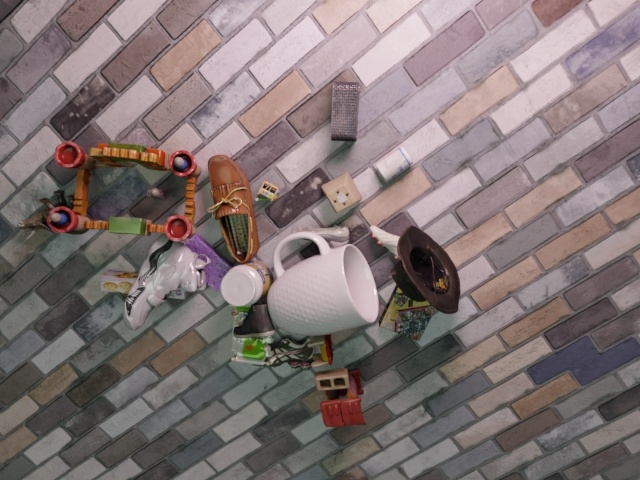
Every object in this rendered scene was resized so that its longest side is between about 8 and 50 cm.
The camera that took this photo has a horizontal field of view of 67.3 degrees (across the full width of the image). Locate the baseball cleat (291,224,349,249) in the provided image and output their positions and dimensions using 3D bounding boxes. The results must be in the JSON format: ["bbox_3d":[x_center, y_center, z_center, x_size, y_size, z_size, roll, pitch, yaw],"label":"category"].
[{"bbox_3d":[0.000,0.000,1.707,0.206,0.072,0.109,-1,115,8],"label":"baseball cleat"}]

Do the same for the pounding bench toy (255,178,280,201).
[{"bbox_3d":[-0.183,-0.161,1.675,0.065,0.052,0.083,29,108,-6],"label":"pounding bench toy"}]

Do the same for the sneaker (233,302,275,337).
[{"bbox_3d":[-0.244,0.285,1.732,0.222,0.083,0.118,-14,85,45],"label":"sneaker"}]

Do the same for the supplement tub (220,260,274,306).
[{"bbox_3d":[-0.256,0.152,1.694,0.145,0.200,0.144,1,95,11],"label":"supplement tub"}]

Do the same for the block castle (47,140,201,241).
[{"bbox_3d":[-0.629,-0.159,1.571,0.454,0.213,0.302,4,87,0],"label":"block castle"}]

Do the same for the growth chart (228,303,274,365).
[{"bbox_3d":[-0.262,0.354,1.822,0.172,0.021,0.237,-3,80,3],"label":"growth chart"}]

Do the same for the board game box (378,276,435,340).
[{"bbox_3d":[0.338,0.237,1.775,0.165,0.042,0.243,21,108,-3],"label":"board game box"}]

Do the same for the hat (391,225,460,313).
[{"bbox_3d":[0.331,0.115,1.626,0.134,0.331,0.331,-30,105,38],"label":"hat"}]

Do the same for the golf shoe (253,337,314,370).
[{"bbox_3d":[-0.156,0.432,1.861,0.273,0.105,0.120,1,88,2],"label":"golf shoe"}]

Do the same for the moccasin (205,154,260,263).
[{"bbox_3d":[-0.308,-0.105,1.652,0.139,0.147,0.379,-5,108,6],"label":"moccasin"}]

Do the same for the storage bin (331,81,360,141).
[{"bbox_3d":[0.080,-0.412,1.535,0.085,0.122,0.180,2,109,3],"label":"storage bin"}]

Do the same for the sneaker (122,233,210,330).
[{"bbox_3d":[-0.540,0.175,1.699,0.210,0.137,0.365,24,89,4],"label":"sneaker"}]

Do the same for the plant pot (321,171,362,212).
[{"bbox_3d":[0.070,-0.154,1.636,0.109,0.096,0.109,-28,104,13],"label":"plant pot"}]

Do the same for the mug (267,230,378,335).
[{"bbox_3d":[-0.024,0.147,1.656,0.328,0.276,0.374,-20,100,23],"label":"mug"}]

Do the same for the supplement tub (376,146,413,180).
[{"bbox_3d":[0.247,-0.257,1.603,0.107,0.071,0.071,-34,103,14],"label":"supplement tub"}]

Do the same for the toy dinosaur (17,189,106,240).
[{"bbox_3d":[-0.915,-0.082,1.739,0.314,0.121,0.160,6,121,-4],"label":"toy dinosaur"}]

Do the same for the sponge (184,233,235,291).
[{"bbox_3d":[-0.422,0.083,1.785,0.210,0.031,0.117,43,105,-9],"label":"sponge"}]

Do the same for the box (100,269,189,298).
[{"bbox_3d":[-0.660,0.166,1.812,0.324,0.063,0.067,6,109,2],"label":"box"}]

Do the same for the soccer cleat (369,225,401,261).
[{"bbox_3d":[0.254,0.002,1.695,0.196,0.068,0.076,41,102,-17],"label":"soccer cleat"}]

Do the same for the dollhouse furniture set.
[{"bbox_3d":[0.065,0.482,1.788,0.152,0.201,0.373,-8,109,6],"label":"dollhouse furniture set"}]
